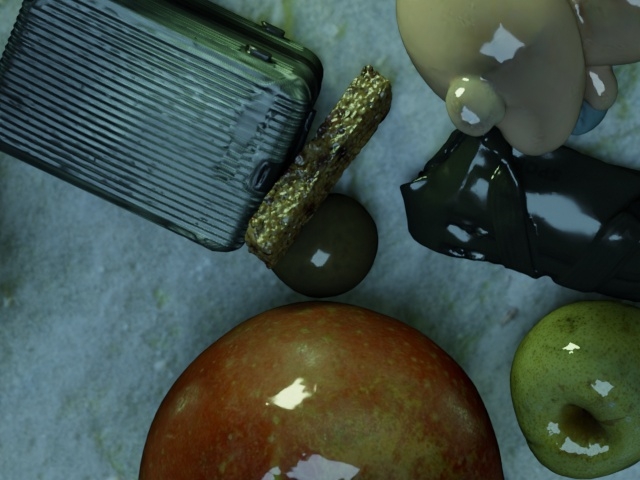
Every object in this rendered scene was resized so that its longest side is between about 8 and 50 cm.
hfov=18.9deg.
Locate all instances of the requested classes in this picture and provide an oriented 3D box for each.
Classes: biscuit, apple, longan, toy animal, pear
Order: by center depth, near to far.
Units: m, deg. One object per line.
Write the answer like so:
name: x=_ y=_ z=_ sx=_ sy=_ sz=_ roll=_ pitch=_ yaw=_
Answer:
toy animal: x=0.195 y=-0.197 z=1.617 sx=0.229 sy=0.210 sz=0.221 roll=17 pitch=127 yaw=-35
biscuit: x=0.000 y=-0.067 z=1.723 sx=0.034 sy=0.064 sz=0.199 roll=33 pitch=79 yaw=14
apple: x=0.001 y=0.223 z=1.763 sx=0.348 sy=0.277 sz=0.348 roll=2 pitch=117 yaw=3
pear: x=0.254 y=0.134 z=1.768 sx=0.167 sy=0.136 sz=0.167 roll=8 pitch=125 yaw=11
longan: x=0.000 y=0.000 z=1.784 sx=0.113 sy=0.113 sz=0.092 roll=-22 pitch=147 yaw=16

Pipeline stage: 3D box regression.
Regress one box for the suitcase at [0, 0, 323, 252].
suitcase: x=-0.164 y=-0.133 z=1.734 sx=0.312 sy=0.128 sz=0.202 roll=26 pitch=113 yaw=-3

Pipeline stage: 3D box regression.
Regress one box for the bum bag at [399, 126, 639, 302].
bum bag: x=0.233 y=-0.022 z=1.745 sx=0.326 sy=0.080 sz=0.142 roll=14 pitch=119 yaw=2
